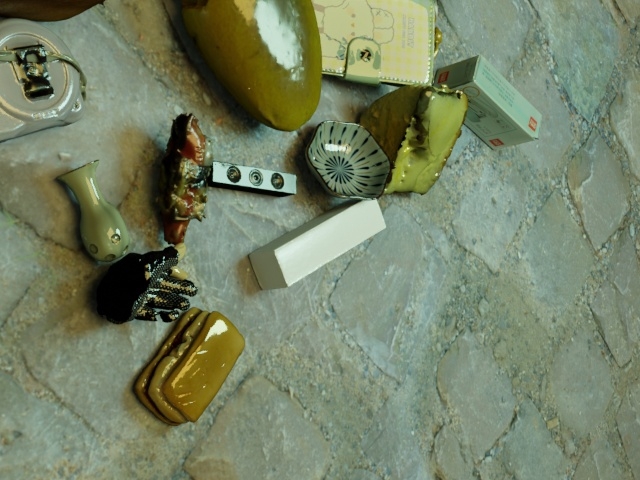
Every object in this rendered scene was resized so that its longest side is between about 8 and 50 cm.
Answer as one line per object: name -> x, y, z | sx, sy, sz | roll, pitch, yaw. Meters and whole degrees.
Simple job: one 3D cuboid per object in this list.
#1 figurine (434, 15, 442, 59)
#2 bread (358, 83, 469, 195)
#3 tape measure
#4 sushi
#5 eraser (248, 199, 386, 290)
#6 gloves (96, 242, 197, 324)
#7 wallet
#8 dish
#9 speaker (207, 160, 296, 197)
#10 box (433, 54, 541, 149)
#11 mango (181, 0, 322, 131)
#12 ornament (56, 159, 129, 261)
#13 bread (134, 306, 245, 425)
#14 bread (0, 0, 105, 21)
figurine -> 0.224, -0.445, 1.913 | 0.121, 0.122, 0.176 | 27, 67, -34
bread -> 0.195, -0.225, 1.833 | 0.204, 0.162, 0.262 | 3, 124, -44
tape measure -> -0.449, -0.239, 1.280 | 0.196, 0.105, 0.178 | -33, 105, -39
sushi -> -0.230, -0.103, 1.468 | 0.103, 0.097, 0.226 | 8, 93, -36
eraser -> 0.000, 0.000, 1.673 | 0.298, 0.078, 0.076 | -30, 104, -41
gloves -> -0.278, 0.068, 1.412 | 0.181, 0.106, 0.129 | -9, 101, -73
wallet -> 0.086, -0.431, 1.776 | 0.309, 0.077, 0.223 | 5, 87, -22
dish -> 0.046, -0.147, 1.727 | 0.191, 0.066, 0.190 | 12, 60, -22
speaker -> -0.131, -0.111, 1.592 | 0.191, 0.046, 0.040 | 6, 79, -40
box -> 0.399, -0.321, 2.046 | 0.269, 0.135, 0.079 | 34, 62, -35
mango -> -0.108, -0.370, 1.556 | 0.253, 0.182, 0.365 | -38, 108, -40
ornament -> -0.353, -0.042, 1.364 | 0.075, 0.081, 0.156 | -22, 98, -1
bread -> -0.215, 0.212, 1.455 | 0.116, 0.077, 0.200 | 55, 52, -32
bread -> -0.420, -0.415, 1.184 | 0.333, 0.324, 0.143 | -3, 87, -41
